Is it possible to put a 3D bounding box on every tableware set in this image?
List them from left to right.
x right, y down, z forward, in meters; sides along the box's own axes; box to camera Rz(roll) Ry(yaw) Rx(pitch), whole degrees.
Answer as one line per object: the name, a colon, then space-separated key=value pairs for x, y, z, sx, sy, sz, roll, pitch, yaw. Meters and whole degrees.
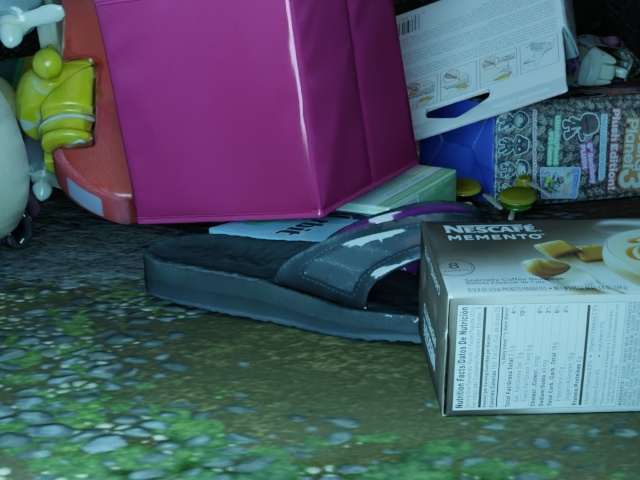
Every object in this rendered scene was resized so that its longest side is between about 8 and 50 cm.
tableware set: x=0.203 y=-0.052 z=1.637 sx=0.154 sy=0.024 sz=0.104 roll=-14 pitch=31 yaw=-19

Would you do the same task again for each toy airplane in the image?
toy airplane: x=-0.348 y=-0.222 z=1.669 sx=0.272 sy=0.386 sz=0.384 roll=-20 pitch=19 yaw=-15

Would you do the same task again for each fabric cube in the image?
fabric cube: x=-0.063 y=-0.177 z=1.480 sx=0.254 sy=0.258 sz=0.259 roll=-3 pitch=15 yaw=30

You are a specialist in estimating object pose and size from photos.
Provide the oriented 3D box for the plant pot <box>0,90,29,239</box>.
plant pot: x=-0.466 y=-0.049 z=1.242 sx=0.256 sy=0.256 sz=0.274 roll=7 pitch=30 yaw=31

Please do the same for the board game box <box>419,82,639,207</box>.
board game box: x=0.316 y=-0.142 z=1.827 sx=0.291 sy=0.141 sz=0.232 roll=-5 pitch=13 yaw=-22

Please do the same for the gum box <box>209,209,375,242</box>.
gum box: x=0.000 y=0.000 z=1.400 sx=0.184 sy=0.041 sz=0.157 roll=8 pitch=15 yaw=32

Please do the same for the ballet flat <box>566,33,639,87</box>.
ballet flat: x=0.394 y=-0.249 z=1.841 sx=0.079 sy=0.077 sz=0.221 roll=30 pitch=27 yaw=30

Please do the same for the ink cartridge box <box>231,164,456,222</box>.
ink cartridge box: x=0.024 y=-0.052 z=1.575 sx=0.235 sy=0.056 sz=0.171 roll=10 pitch=23 yaw=31

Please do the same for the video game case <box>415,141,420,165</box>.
video game case: x=0.183 y=-0.148 z=2.138 sx=0.227 sy=0.026 sz=0.206 roll=3 pitch=12 yaw=18

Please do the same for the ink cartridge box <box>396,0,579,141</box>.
ink cartridge box: x=0.191 y=-0.223 z=1.720 sx=0.296 sy=0.066 sz=0.261 roll=-16 pitch=47 yaw=23

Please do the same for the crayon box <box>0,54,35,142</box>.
crayon box: x=-0.376 y=-0.221 z=2.061 sx=0.278 sy=0.165 sz=0.081 roll=-6 pitch=9 yaw=21

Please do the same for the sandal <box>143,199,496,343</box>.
sandal: x=0.042 y=0.018 z=1.152 sx=0.446 sy=0.107 sz=0.167 roll=6 pitch=15 yaw=20

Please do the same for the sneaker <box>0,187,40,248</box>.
sneaker: x=-0.401 y=-0.039 z=1.500 sx=0.106 sy=0.162 sz=0.281 roll=-47 pitch=-2 yaw=-19

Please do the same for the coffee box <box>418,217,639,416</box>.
coffee box: x=0.203 y=0.052 z=0.964 sx=0.246 sy=0.098 sz=0.141 roll=-1 pitch=22 yaw=-3
